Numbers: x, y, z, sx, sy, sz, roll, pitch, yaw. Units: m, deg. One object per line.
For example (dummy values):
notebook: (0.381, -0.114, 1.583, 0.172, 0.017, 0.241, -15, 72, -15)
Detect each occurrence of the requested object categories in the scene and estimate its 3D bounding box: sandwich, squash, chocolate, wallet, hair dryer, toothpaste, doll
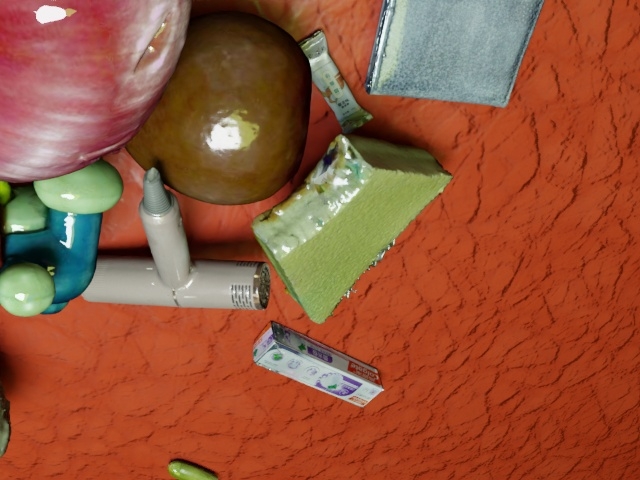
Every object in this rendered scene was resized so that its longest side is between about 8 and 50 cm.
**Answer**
sandwich: (0.000, 0.000, 0.625, 0.245, 0.063, 0.212, -52, 155, 24)
squash: (-0.189, 0.345, 0.901, 0.027, 0.027, 0.083, -40, 124, 14)
chocolate: (-0.094, -0.111, 0.526, 0.177, 0.176, 0.176, -7, 126, -10)
wallet: (0.139, -0.236, 0.577, 0.167, 0.036, 0.222, 0, 126, -16)
hair dryer: (-0.163, 0.006, 0.569, 0.195, 0.053, 0.220, 1, 154, 9)
toothpaste: (-0.001, 0.169, 0.821, 0.196, 0.040, 0.047, 30, 117, -30)
doll: (-0.324, 0.011, 0.485, 0.322, 0.198, 0.186, -6, 114, -27)

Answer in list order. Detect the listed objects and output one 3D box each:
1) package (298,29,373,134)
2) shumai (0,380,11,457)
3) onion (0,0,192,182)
package: (0.013, -0.154, 0.611, 0.037, 0.015, 0.110, -29, 125, 13)
shumai: (-0.449, 0.140, 0.620, 0.256, 0.189, 0.218, 0, 104, -5)
onion: (-0.213, -0.214, 0.381, 0.348, 0.285, 0.347, 15, 126, 22)
